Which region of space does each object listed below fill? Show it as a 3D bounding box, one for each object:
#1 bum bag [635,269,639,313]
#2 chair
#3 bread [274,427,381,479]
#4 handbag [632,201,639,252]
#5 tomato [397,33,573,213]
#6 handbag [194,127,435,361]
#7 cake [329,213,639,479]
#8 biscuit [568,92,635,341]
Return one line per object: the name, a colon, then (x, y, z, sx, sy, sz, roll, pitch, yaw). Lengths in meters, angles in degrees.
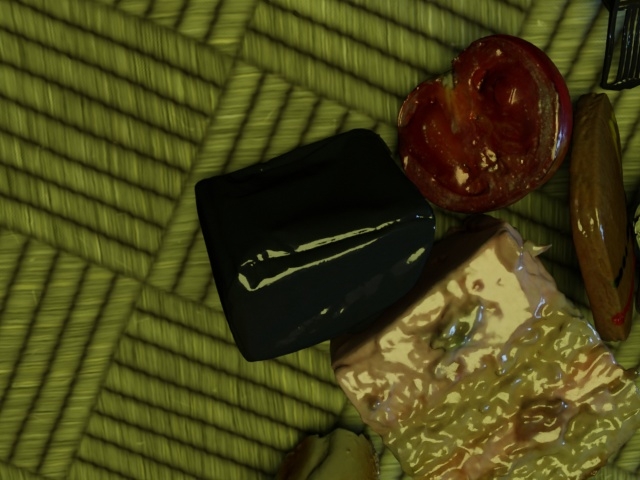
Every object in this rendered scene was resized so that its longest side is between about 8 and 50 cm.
bum bag: (0.477, 0.049, 1.240, 0.109, 0.026, 0.159, 27, 63, -16)
chair: (0.398, -0.305, 1.178, 0.084, 0.101, 0.212, -8, 141, 0)
bread: (-0.031, 0.414, 1.265, 0.171, 0.192, 0.314, 43, 98, -10)
handbag: (0.607, 0.009, 1.147, 0.359, 0.160, 0.236, -13, 67, -17)
tomato: (0.225, -0.142, 1.162, 0.233, 0.140, 0.200, -29, 77, 38)
handbag: (0.000, 0.003, 1.122, 0.275, 0.302, 0.177, -15, 119, -8)
cake: (0.197, 0.166, 1.171, 0.314, 0.293, 0.306, -40, 99, 2)
biscuit: (0.376, -0.035, 1.179, 0.052, 0.262, 0.277, -5, 129, 26)
